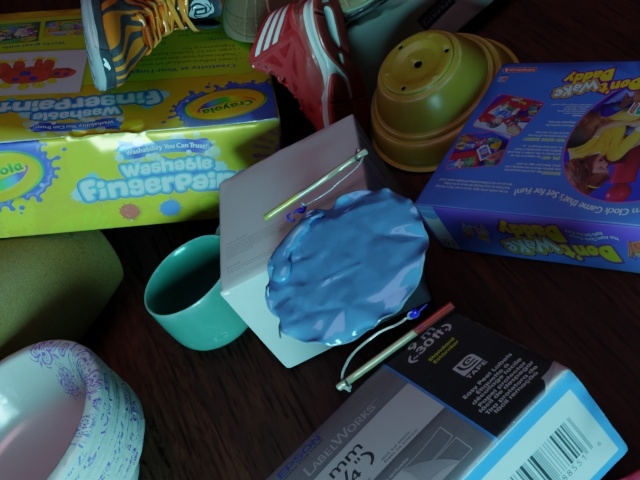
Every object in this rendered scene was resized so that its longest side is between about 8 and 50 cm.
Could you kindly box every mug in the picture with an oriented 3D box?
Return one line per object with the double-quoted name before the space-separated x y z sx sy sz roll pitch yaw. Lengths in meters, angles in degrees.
"mug" -0.129 0.064 1.432 0.158 0.097 0.129 -39 35 -2

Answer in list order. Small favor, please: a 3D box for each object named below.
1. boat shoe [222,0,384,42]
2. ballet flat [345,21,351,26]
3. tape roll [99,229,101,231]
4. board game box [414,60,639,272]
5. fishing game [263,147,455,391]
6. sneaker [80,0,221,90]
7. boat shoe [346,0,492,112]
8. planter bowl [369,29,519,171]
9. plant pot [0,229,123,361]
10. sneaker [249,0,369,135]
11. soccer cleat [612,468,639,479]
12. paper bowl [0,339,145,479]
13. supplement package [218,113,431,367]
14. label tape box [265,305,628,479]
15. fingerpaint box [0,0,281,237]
"boat shoe" -0.014 -0.326 1.570 0.285 0.092 0.102 -9 82 41
"ballet flat" 0.049 -0.398 1.798 0.342 0.116 0.124 -57 20 -18
"tape roll" -0.493 0.023 1.812 0.321 0.077 0.321 -23 38 19
"board game box" 0.300 -0.087 1.240 0.347 0.078 0.233 8 56 46
"fishing game" 0.028 0.030 1.163 0.189 0.041 0.264 -37 45 6
"sneaker" -0.226 -0.312 1.566 0.180 0.124 0.321 -4 37 -2
"boat shoe" 0.108 -0.307 1.636 0.340 0.127 0.158 -38 23 -5
"planter bowl" 0.140 -0.201 1.463 0.217 0.090 0.217 -18 50 23
"plant pot" -0.404 0.081 1.575 0.254 0.237 0.237 -37 32 -26
"sneaker" -0.017 -0.205 1.511 0.128 0.221 0.087 -3 9 39
"soccer cleat" 0.263 0.227 0.935 0.248 0.095 0.083 -38 9 26
"paper bowl" -0.327 0.269 1.335 0.284 0.148 0.284 -23 39 20
"supplement package" 0.000 0.000 1.343 0.194 0.149 0.203 -26 37 15
"label tape box" 0.079 0.187 1.042 0.240 0.106 0.334 -44 22 -9
"fingerpaint box" -0.291 -0.183 1.637 0.445 0.163 0.371 -6 38 -6
